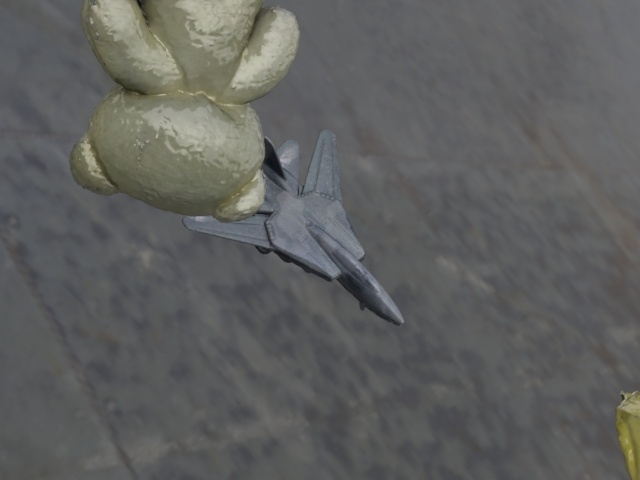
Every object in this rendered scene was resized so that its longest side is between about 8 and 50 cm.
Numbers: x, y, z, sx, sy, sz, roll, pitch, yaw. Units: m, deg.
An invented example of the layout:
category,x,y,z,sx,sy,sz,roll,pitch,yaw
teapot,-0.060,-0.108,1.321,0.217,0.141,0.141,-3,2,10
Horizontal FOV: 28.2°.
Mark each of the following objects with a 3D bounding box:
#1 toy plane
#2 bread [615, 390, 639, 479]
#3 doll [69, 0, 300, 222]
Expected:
category,x,y,z,sx,sy,sz,roll,pitch,yaw
toy plane,-0.001,0.006,1.402,0.212,0.088,0.267,-34,71,-24
bread,0.456,0.185,1.320,0.198,0.236,0.263,59,26,11
doll,-0.109,-0.164,1.087,0.175,0.278,0.149,12,17,-2
